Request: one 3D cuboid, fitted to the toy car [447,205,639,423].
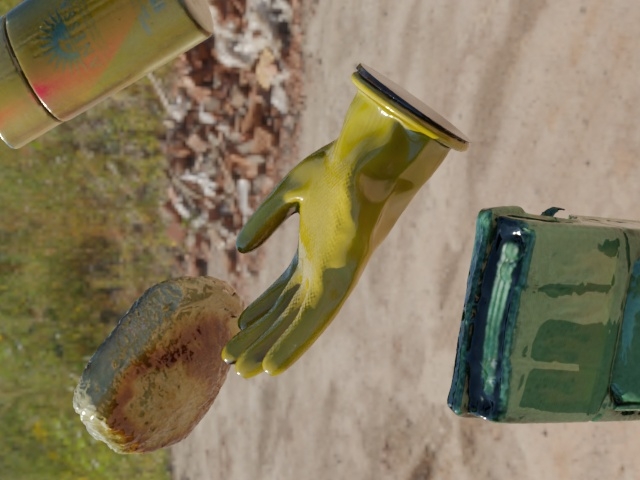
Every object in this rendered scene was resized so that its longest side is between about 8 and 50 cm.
[{"bbox_3d":[0.222,0.051,0.693,0.097,0.321,0.141,16,99,51],"label":"toy car"}]

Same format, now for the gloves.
[{"bbox_3d":[0.000,0.000,0.913,0.294,0.116,0.133,-55,10,14],"label":"gloves"}]

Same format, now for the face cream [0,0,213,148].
[{"bbox_3d":[-0.261,-0.221,1.141,0.139,0.285,0.067,64,-158,-1],"label":"face cream"}]

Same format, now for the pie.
[{"bbox_3d":[-0.153,0.125,1.057,0.205,0.084,0.179,-54,-23,-13],"label":"pie"}]
